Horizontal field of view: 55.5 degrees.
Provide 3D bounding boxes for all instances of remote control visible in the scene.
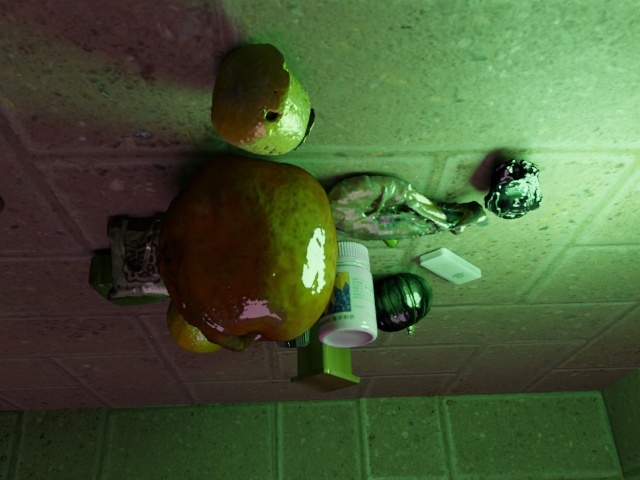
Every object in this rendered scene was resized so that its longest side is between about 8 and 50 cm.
[{"bbox_3d":[0.436,0.090,2.027,0.103,0.034,0.250,-25,144,36],"label":"remote control"}]

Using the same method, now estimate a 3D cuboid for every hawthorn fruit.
[{"bbox_3d":[-0.182,0.037,1.457,0.472,0.471,0.472,-2,152,-1],"label":"hawthorn fruit"}]

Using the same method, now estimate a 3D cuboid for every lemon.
[{"bbox_3d":[-0.394,0.258,2.053,0.267,0.267,0.267,-2,152,-1],"label":"lemon"}]

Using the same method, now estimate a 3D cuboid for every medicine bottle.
[{"bbox_3d":[0.075,0.166,1.864,0.178,0.290,0.178,-3,152,-1],"label":"medicine bottle"}]

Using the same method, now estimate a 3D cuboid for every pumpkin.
[{"bbox_3d":[0.270,0.223,2.087,0.250,0.216,0.250,-24,179,0],"label":"pumpkin"}]

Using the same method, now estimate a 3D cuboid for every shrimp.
[{"bbox_3d":[0.217,-0.085,1.622,0.446,0.110,0.221,2,136,-7],"label":"shrimp"}]

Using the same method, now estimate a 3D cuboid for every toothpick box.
[{"bbox_3d":[0.012,0.379,2.245,0.187,0.308,0.190,-27,143,38],"label":"toothpick box"}]

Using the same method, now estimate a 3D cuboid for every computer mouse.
[{"bbox_3d":[0.491,-0.137,1.558,0.147,0.077,0.241,-6,148,6],"label":"computer mouse"}]

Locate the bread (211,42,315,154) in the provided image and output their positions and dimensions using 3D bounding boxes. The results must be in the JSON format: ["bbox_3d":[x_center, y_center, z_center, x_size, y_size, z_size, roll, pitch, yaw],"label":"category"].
[{"bbox_3d":[-0.114,-0.265,1.173,0.197,0.197,0.170,-17,162,25],"label":"bread"}]

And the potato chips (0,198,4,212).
[{"bbox_3d":[-0.913,-0.103,1.532,0.150,0.049,0.201,-18,143,17],"label":"potato chips"}]

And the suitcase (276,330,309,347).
[{"bbox_3d":[-0.100,0.240,2.085,0.128,0.202,0.312,-2,151,-1],"label":"suitcase"}]

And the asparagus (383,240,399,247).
[{"bbox_3d":[0.171,-0.043,1.753,0.045,0.041,0.178,-41,129,1],"label":"asparagus"}]

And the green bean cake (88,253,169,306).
[{"bbox_3d":[-0.574,0.118,1.902,0.248,0.125,0.222,-3,154,6],"label":"green bean cake"}]

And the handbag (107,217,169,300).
[{"bbox_3d":[-0.489,0.056,1.685,0.213,0.235,0.127,0,-170,0],"label":"handbag"}]
